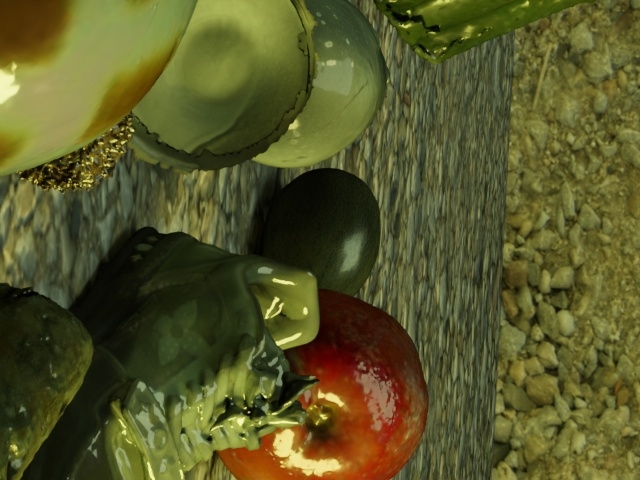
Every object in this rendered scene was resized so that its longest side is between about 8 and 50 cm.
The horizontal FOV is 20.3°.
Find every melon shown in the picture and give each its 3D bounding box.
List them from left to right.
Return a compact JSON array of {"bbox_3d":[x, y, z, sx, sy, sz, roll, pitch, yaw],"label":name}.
[{"bbox_3d":[0.000,0.000,1.453,0.098,0.098,0.130,77,26,-49],"label":"melon"}]

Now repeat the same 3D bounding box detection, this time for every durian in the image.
[{"bbox_3d":[-0.138,-0.068,0.936,0.080,0.080,0.091,-67,141,-53],"label":"durian"}]

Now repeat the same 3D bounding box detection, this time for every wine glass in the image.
[{"bbox_3d":[-0.037,-0.115,1.188,0.321,0.143,0.143,-14,107,-75],"label":"wine glass"}]

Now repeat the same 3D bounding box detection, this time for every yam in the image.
[{"bbox_3d":[-0.170,0.089,0.833,0.179,0.078,0.078,-61,152,-55],"label":"yam"}]

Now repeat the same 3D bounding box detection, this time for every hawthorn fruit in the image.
[{"bbox_3d":[-0.005,0.115,1.329,0.173,0.173,0.173,4,90,-76],"label":"hawthorn fruit"}]

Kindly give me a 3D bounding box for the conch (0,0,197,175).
[{"bbox_3d":[-0.154,-0.137,0.604,0.249,0.197,0.368,60,13,17],"label":"conch"}]

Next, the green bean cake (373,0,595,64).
[{"bbox_3d":[0.092,-0.328,1.306,0.335,0.218,0.319,33,36,-67],"label":"green bean cake"}]

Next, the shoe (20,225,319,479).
[{"bbox_3d":[-0.079,0.093,1.051,0.293,0.149,0.109,-69,160,-52],"label":"shoe"}]
